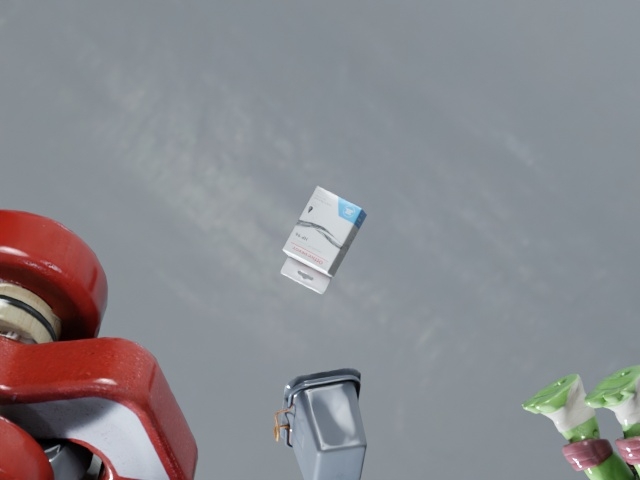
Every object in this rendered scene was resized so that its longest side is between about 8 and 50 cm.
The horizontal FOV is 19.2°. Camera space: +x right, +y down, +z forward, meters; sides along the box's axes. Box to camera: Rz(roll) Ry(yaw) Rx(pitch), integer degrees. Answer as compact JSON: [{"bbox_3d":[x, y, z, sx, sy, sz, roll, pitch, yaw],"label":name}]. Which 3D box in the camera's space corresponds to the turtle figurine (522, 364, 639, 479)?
[{"bbox_3d":[0.276,0.272,1.792,0.266,0.275,0.198,65,176,-8],"label":"turtle figurine"}]

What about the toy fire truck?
[{"bbox_3d":[-0.206,0.135,1.019,0.302,0.169,0.254,-6,134,15],"label":"toy fire truck"}]

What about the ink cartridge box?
[{"bbox_3d":[0.000,0.000,1.698,0.048,0.083,0.028,27,175,15],"label":"ink cartridge box"}]

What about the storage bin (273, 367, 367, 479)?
[{"bbox_3d":[0.003,0.215,2.045,0.135,0.098,0.091,97,161,-52],"label":"storage bin"}]
